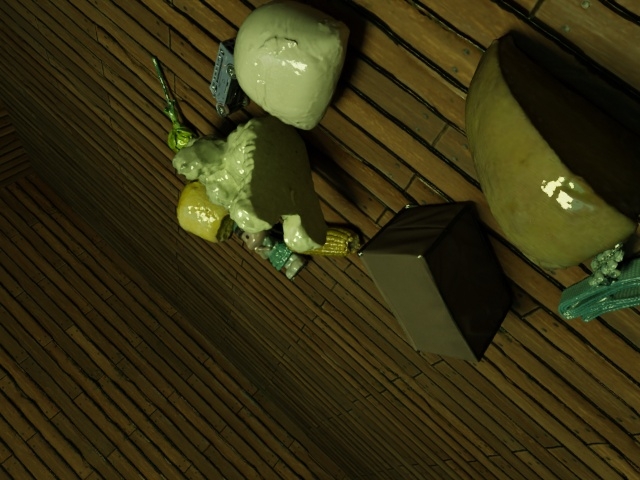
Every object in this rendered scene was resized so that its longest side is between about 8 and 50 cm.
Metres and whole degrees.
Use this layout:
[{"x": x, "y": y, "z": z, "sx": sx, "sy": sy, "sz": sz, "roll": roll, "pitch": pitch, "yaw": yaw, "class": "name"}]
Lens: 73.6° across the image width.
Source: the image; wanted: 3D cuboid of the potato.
[{"x": 0.255, "y": -0.097, "z": 0.575, "sx": 0.264, "sy": 0.189, "sz": 0.211, "roll": 43, "pitch": 148, "yaw": 5, "class": "potato"}]

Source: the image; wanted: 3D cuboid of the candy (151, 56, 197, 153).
[{"x": -0.407, "y": -0.361, "z": 1.168, "sx": 0.073, "sy": 0.077, "sz": 0.262, "roll": 28, "pitch": 138, "yaw": 52, "class": "candy"}]

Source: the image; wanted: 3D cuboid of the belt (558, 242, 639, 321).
[{"x": 0.437, "y": 0.071, "z": 0.670, "sx": 0.100, "sy": 0.065, "sz": 0.179, "roll": 34, "pitch": 146, "yaw": 1, "class": "belt"}]

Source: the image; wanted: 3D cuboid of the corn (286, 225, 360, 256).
[{"x": 0.000, "y": 0.000, "z": 1.074, "sx": 0.238, "sy": 0.080, "sz": 0.080, "roll": 3, "pitch": 128, "yaw": 44, "class": "corn"}]

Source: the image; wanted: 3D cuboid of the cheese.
[{"x": -0.054, "y": -0.307, "z": 0.730, "sx": 0.189, "sy": 0.154, "sz": 0.198, "roll": 24, "pitch": 142, "yaw": -2, "class": "cheese"}]

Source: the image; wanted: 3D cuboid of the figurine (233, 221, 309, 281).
[{"x": -0.140, "y": -0.001, "z": 1.212, "sx": 0.245, "sy": 0.110, "sz": 0.138, "roll": 42, "pitch": 138, "yaw": 2, "class": "figurine"}]

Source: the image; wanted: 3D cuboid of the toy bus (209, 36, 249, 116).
[{"x": -0.190, "y": -0.347, "z": 0.922, "sx": 0.076, "sy": 0.073, "sz": 0.167, "roll": 47, "pitch": 144, "yaw": 5, "class": "toy bus"}]

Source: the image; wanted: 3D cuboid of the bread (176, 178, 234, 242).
[{"x": -0.317, "y": -0.101, "z": 1.237, "sx": 0.170, "sy": 0.197, "sz": 0.197, "roll": 29, "pitch": 145, "yaw": 4, "class": "bread"}]

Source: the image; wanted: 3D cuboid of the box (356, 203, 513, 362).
[{"x": 0.224, "y": 0.073, "z": 0.801, "sx": 0.153, "sy": 0.188, "sz": 0.252, "roll": -6, "pitch": 119, "yaw": 51, "class": "box"}]

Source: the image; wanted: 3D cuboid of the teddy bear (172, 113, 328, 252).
[{"x": -0.189, "y": -0.106, "z": 0.974, "sx": 0.362, "sy": 0.375, "sz": 0.327, "roll": -27, "pitch": 146, "yaw": 36, "class": "teddy bear"}]
